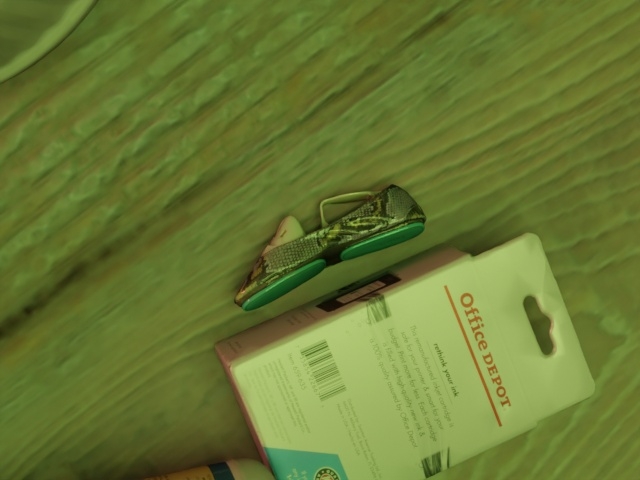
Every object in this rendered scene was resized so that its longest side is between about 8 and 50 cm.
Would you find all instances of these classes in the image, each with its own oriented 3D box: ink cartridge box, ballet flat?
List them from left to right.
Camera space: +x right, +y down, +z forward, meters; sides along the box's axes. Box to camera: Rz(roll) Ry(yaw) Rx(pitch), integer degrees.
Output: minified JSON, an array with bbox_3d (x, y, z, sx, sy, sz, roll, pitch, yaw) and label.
[{"bbox_3d":[0.000,0.000,0.876,0.114,0.041,0.041,-24,101,-9],"label":"ballet flat"},{"bbox_3d":[0.046,0.071,0.878,0.180,0.060,0.104,-23,100,-8],"label":"ink cartridge box"}]

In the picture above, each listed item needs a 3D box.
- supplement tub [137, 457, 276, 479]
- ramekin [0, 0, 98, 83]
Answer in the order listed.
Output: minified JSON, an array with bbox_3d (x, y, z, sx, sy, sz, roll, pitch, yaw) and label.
[{"bbox_3d":[-0.109,0.199,0.817,0.199,0.144,0.144,-11,99,-10],"label":"supplement tub"},{"bbox_3d":[-0.218,-0.190,0.722,0.272,0.127,0.273,1,100,4],"label":"ramekin"}]
